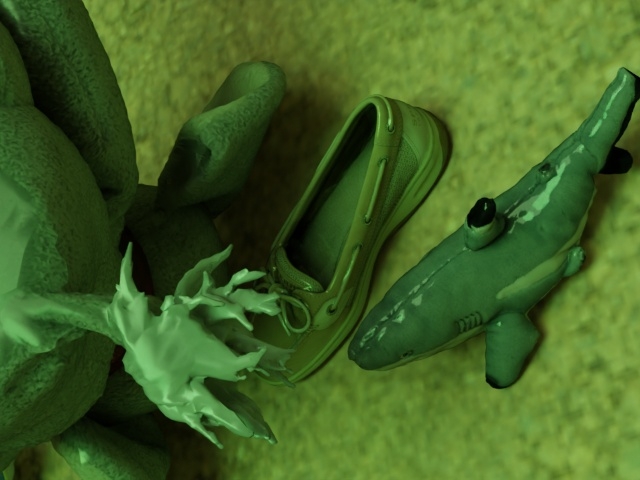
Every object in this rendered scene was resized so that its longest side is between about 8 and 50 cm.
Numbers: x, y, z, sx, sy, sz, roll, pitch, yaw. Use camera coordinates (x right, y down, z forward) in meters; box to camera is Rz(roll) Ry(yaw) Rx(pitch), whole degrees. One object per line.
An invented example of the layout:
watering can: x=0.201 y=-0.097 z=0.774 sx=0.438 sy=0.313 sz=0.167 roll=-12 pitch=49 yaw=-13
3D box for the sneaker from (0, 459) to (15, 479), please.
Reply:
sneaker: x=-0.239 y=0.208 z=0.854 sx=0.240 sy=0.091 sz=0.126 roll=-36 pitch=78 yaw=29

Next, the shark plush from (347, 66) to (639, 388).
shark plush: x=0.082 y=0.001 z=0.620 sx=0.161 sy=0.067 sz=0.073 roll=-40 pitch=57 yaw=27

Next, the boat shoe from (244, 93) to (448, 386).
boat shoe: x=0.001 y=0.001 z=0.702 sx=0.153 sy=0.048 sz=0.056 roll=-55 pitch=51 yaw=17

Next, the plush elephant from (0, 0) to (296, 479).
plush elephant: x=-0.142 y=0.009 z=0.692 sx=0.330 sy=0.255 sz=0.271 roll=23 pitch=87 yaw=11
